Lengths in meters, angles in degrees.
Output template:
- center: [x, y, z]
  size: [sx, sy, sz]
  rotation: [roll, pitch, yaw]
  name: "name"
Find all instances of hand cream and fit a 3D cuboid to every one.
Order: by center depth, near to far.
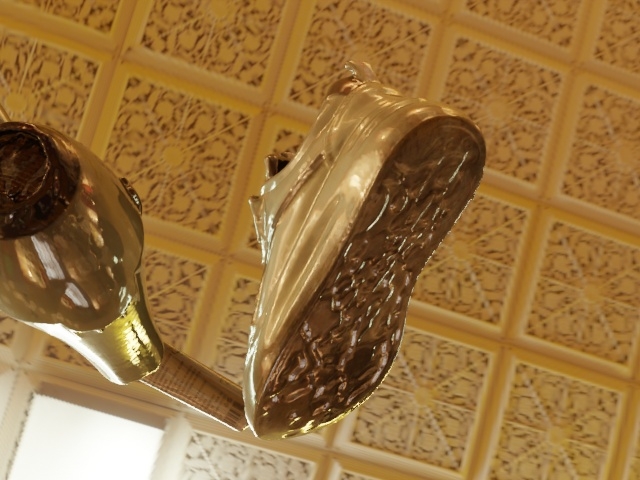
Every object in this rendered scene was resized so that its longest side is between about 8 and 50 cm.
- center: [-0.139, 0.147, 1.271]
  size: [0.194, 0.042, 0.067]
  rotation: [30, -58, -2]
  name: "hand cream"

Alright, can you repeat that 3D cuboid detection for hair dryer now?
- center: [-0.149, -0.010, 0.636]
  size: [0.088, 0.225, 0.219]
  rotation: [-34, -45, -12]
  name: "hair dryer"

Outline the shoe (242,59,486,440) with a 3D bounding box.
- center: [0.000, 0.000, 0.923]
  size: [0.124, 0.159, 0.316]
  rotation: [3, -52, -40]
  name: "shoe"
